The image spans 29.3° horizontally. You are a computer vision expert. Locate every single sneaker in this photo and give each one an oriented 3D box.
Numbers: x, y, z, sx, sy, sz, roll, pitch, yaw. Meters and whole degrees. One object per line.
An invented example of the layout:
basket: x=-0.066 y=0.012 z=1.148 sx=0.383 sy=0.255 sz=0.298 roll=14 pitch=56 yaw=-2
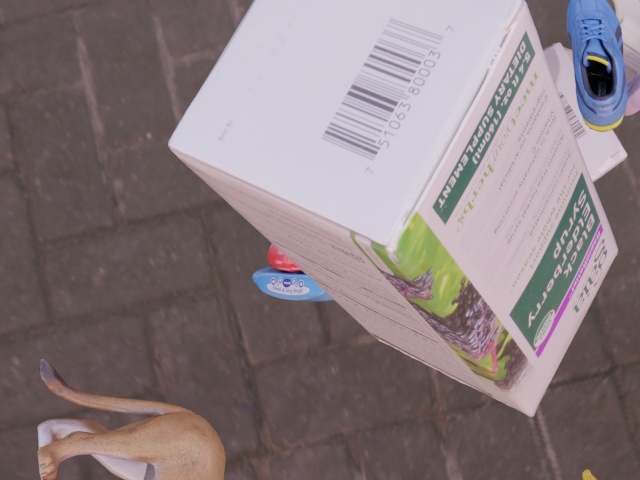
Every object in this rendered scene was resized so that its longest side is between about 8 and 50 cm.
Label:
sneaker: x=0.352 y=-0.244 z=1.555 sx=0.069 sy=0.082 sz=0.209 roll=-6 pitch=64 yaw=11

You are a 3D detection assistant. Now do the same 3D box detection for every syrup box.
syrup box: x=0.046 y=-0.013 z=0.492 sx=0.096 sy=0.237 sz=0.093 roll=25 pitch=80 yaw=28

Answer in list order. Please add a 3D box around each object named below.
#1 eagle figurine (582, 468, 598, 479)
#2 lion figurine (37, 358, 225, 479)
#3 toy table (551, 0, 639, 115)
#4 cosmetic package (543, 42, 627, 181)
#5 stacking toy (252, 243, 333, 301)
eagle figurine: x=0.359 y=0.369 z=1.419 sx=0.298 sy=0.226 sz=0.225 roll=-49 pitch=43 yaw=24
lion figurine: x=-0.136 y=0.273 z=1.157 sx=0.240 sy=0.142 sz=0.392 roll=-7 pitch=62 yaw=-14
toy table: x=0.475 y=-0.318 z=1.972 sx=0.161 sy=0.274 sz=0.252 roll=35 pitch=101 yaw=-4
cosmetic package: x=0.270 y=-0.143 z=1.825 sx=0.155 sy=0.365 sz=0.197 roll=-34 pitch=94 yaw=-17
stacking toy: x=0.012 y=-0.089 z=1.391 sx=0.166 sy=0.175 sz=0.302 roll=-10 pitch=99 yaw=-42
